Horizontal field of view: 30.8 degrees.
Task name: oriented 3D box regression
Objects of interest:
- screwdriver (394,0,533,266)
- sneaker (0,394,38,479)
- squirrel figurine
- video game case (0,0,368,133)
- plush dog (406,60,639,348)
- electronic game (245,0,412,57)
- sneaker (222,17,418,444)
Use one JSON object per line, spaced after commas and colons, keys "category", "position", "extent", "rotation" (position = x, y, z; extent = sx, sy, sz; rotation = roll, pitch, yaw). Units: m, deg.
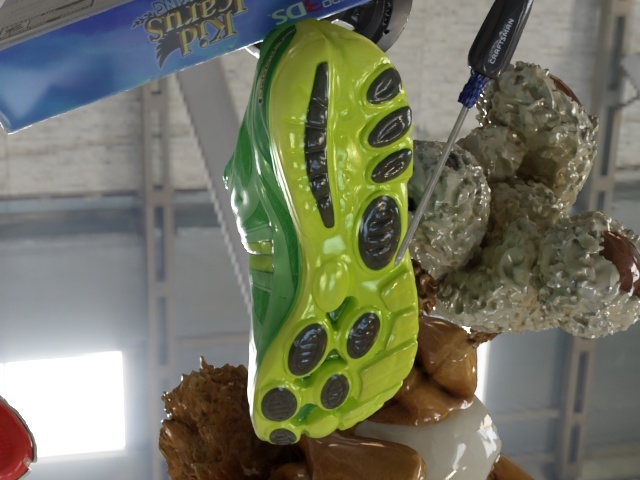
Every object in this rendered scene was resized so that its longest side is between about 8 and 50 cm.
{"category": "screwdriver", "position": [0.074, -0.063, 0.647], "extent": [0.025, 0.170, 0.024], "rotation": [21, -171, -42]}
{"category": "sneaker", "position": [-0.399, 0.145, 1.127], "extent": [0.279, 0.118, 0.107], "rotation": [37, -109, 7]}
{"category": "squirrel figurine", "position": [-0.015, 0.269, 1.233], "extent": [0.370, 0.281, 0.397], "rotation": [-38, -150, -21]}
{"category": "video game case", "position": [-0.092, -0.187, 0.821], "extent": [0.269, 0.061, 0.244], "rotation": [-19, -152, 6]}
{"category": "plush dog", "position": [0.092, -0.012, 0.892], "extent": [0.225, 0.210, 0.262], "rotation": [17, -137, -22]}
{"category": "electronic game", "position": [-0.009, -0.285, 1.314], "extent": [0.229, 0.229, 0.048], "rotation": [4, -138, 6]}
{"category": "sneaker", "position": [0.000, 0.000, 0.734], "extent": [0.109, 0.295, 0.123], "rotation": [-5, -150, -17]}
